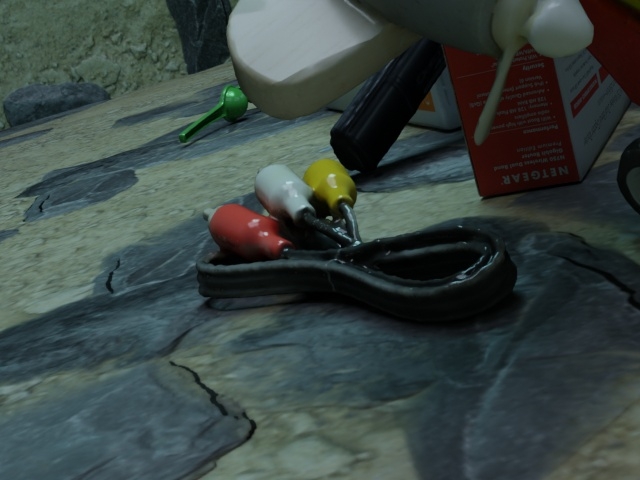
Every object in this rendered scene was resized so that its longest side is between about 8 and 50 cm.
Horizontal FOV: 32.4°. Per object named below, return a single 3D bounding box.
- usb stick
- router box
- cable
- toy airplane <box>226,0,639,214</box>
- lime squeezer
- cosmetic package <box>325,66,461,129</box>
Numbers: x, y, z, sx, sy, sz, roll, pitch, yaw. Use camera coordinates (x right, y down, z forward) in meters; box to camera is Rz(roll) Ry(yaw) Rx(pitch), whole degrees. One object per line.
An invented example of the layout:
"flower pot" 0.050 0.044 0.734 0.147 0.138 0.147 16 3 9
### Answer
"usb stick" 0.100 -0.186 1.042 0.045 0.077 0.278 30 80 28
"router box" 0.178 -0.230 0.918 0.082 0.301 0.335 -8 15 26
"cable" 0.000 0.000 0.702 0.139 0.072 0.287 -27 17 -17
"toy airplane" 0.157 -0.215 0.577 0.384 0.386 0.272 7 -21 -8
"lime squeezer" -0.099 -0.207 1.679 0.310 0.059 0.110 -22 45 -27
"cosmetic package" 0.107 -0.275 1.319 0.161 0.230 0.453 -20 14 -12
